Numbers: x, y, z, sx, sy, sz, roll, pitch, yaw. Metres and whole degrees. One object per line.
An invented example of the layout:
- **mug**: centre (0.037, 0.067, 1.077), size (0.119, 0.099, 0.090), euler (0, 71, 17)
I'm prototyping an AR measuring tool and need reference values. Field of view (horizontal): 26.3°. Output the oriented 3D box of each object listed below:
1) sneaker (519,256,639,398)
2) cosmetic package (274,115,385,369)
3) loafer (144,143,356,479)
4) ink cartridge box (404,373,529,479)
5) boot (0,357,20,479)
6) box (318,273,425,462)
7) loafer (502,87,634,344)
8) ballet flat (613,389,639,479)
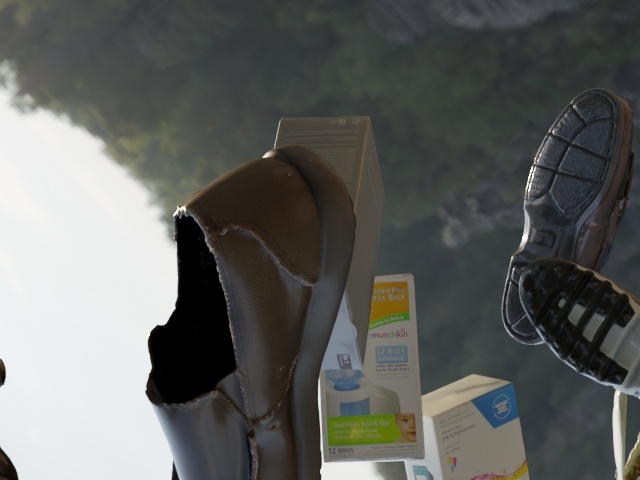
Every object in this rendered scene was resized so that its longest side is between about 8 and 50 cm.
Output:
- **sneaker**: centre (0.270, 0.092, 1.149), size (0.234, 0.078, 0.106), euler (33, -170, 11)
- **cosmetic package**: centre (0.000, 0.000, 1.338), size (0.238, 0.107, 0.127), euler (-76, -19, -44)
- **loafer**: centre (-0.078, 0.104, 0.996), size (0.130, 0.365, 0.134), euler (-9, -152, -35)
- **ink cartridge box**: centre (0.182, 0.295, 1.670), size (0.078, 0.134, 0.231), euler (5, 110, 56)
- **boot**: centre (-0.269, 0.165, 1.013), size (0.091, 0.263, 0.229), euler (4, -136, -27)
- **box**: centre (0.054, 0.144, 1.528), size (0.103, 0.114, 0.203), euler (78, -170, -81)
- **loafer**: centre (0.293, -0.025, 1.566), size (0.095, 0.302, 0.109), euler (5, -162, -41)
- **ballet flat**: centre (0.440, 0.173, 1.701), size (0.147, 0.408, 0.147), euler (11, -176, -1)
